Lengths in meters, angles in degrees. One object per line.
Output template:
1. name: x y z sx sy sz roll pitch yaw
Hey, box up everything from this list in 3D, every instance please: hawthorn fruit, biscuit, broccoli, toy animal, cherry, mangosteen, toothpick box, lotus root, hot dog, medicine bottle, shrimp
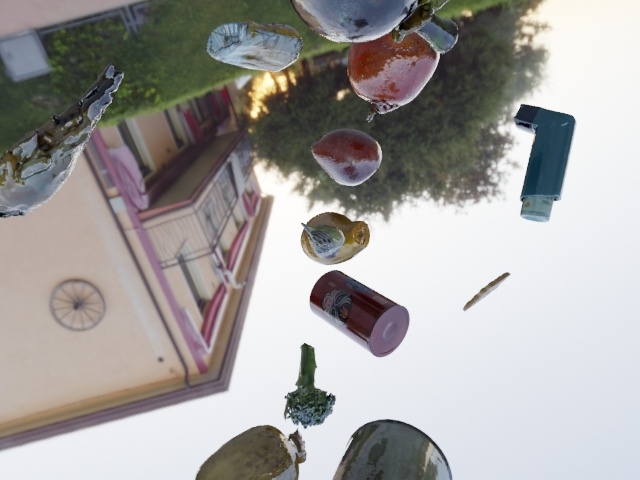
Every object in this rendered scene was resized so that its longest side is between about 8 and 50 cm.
1. hawthorn fruit: 0.198 -0.507 1.523 0.275 0.308 0.276 19 -158 -8
2. biscuit: 0.696 0.213 2.126 0.250 0.162 0.035 -42 -116 7
3. broccoli: -0.049 0.519 1.767 0.177 0.199 0.275 9 -138 -23
4. toy animal: 0.000 0.000 1.397 0.137 0.098 0.098 12 -170 -23
5. cherry: 0.102 -0.319 1.858 0.206 0.239 0.239 -45 -157 0
6. mangosteen: 0.090 -0.359 0.677 0.231 0.289 0.231 -50 -155 33
7. toothpick box: 0.136 0.259 1.845 0.204 0.204 0.333 -30 -143 -28
8. lotus root: -0.135 0.457 0.991 0.256 0.154 0.140 -24 164 -19
9. hot dog: -0.166 -0.509 1.318 0.270 0.082 0.162 -11 168 -47
10. medicine bottle: 0.476 -0.172 1.100 0.124 0.259 0.079 8 174 36
11. shrimp: -0.332 -0.107 0.587 0.262 0.066 0.117 -42 157 23

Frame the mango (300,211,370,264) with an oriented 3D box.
1. mango: 0.034 -0.007 1.641 0.187 0.144 0.359 -45 -159 -9

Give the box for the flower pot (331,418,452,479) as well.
1. flower pot: 0.141 0.630 1.193 0.293 0.294 0.330 -8 -175 24
